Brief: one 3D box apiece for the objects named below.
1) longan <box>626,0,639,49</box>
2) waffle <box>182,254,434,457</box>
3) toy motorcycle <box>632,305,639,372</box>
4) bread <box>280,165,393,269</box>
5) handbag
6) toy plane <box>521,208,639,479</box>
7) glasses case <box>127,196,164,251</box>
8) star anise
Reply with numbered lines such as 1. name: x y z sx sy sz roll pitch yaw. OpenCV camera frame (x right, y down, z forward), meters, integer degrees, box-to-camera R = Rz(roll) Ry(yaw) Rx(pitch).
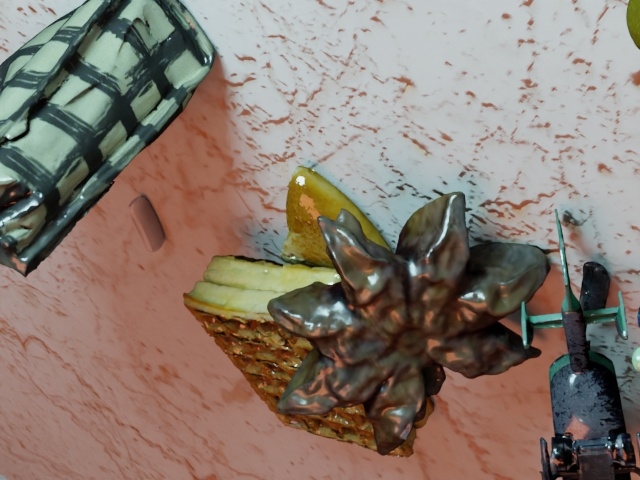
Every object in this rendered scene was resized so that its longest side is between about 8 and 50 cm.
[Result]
1. longan: 0.262 -0.167 0.665 0.083 0.075 0.075 -39 104 10
2. waffle: -0.012 0.144 1.147 0.213 0.091 0.308 6 143 36
3. toy motorcycle: 0.433 0.117 0.775 0.331 0.125 0.196 14 136 23
4. bread: 0.020 0.001 1.047 0.136 0.054 0.154 24 144 13
5. handbag: -0.309 -0.099 0.987 0.325 0.327 0.162 -15 123 49
6. toy plane: 0.261 0.152 0.927 0.106 0.155 0.382 -9 129 15
7. glasses case: -0.234 -0.021 1.248 0.021 0.032 0.083 12 137 35
8. star anise: 0.090 0.093 0.951 0.315 0.315 0.108 57 -177 -23
